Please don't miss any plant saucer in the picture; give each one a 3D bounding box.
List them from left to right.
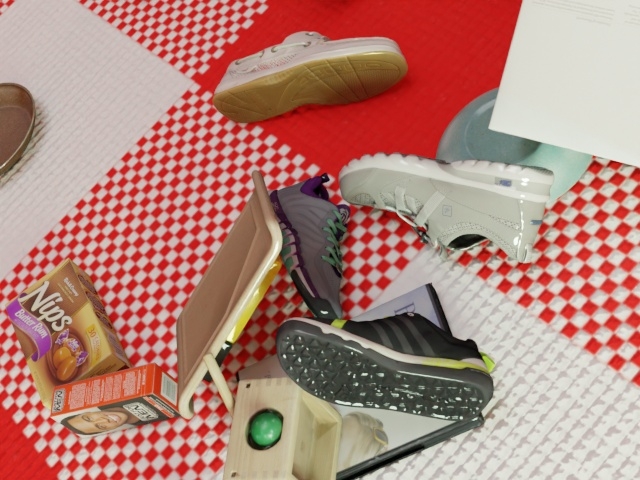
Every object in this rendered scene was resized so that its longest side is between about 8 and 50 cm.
[{"bbox_3d":[-0.516,-0.156,1.707,0.199,0.036,0.198,-14,53,20],"label":"plant saucer"},{"bbox_3d":[0.221,-0.119,1.286,0.195,0.037,0.195,-14,53,19],"label":"plant saucer"}]

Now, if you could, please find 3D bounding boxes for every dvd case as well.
[{"bbox_3d":[0.035,0.170,1.201,0.253,0.022,0.180,-26,50,11],"label":"dvd case"}]

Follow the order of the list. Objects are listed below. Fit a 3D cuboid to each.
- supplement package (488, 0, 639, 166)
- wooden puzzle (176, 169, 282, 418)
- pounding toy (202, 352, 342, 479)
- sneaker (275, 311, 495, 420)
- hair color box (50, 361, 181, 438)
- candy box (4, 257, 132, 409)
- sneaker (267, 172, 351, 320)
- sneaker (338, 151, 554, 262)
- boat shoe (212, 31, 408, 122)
[{"bbox_3d":[0.305,-0.186,1.137,0.194,0.149,0.203,17,99,20],"label":"supplement package"},{"bbox_3d":[-0.101,0.056,1.231,0.238,0.044,0.221,-63,15,13],"label":"wooden puzzle"},{"bbox_3d":[-0.054,0.197,1.123,0.100,0.141,0.130,-7,57,24],"label":"pounding toy"},{"bbox_3d":[0.065,0.115,1.109,0.097,0.235,0.084,-89,21,-51],"label":"sneaker"},{"bbox_3d":[-0.240,0.190,1.302,0.141,0.072,0.043,-15,53,20],"label":"hair color box"},{"bbox_3d":[-0.324,0.122,1.407,0.109,0.053,0.186,-36,51,2],"label":"candy box"},{"bbox_3d":[0.000,0.000,1.296,0.098,0.083,0.223,-28,48,2],"label":"sneaker"},{"bbox_3d":[0.124,-0.036,1.237,0.281,0.105,0.115,8,92,46],"label":"sneaker"},{"bbox_3d":[-0.016,-0.234,1.450,0.277,0.098,0.096,-8,57,25],"label":"boat shoe"}]
